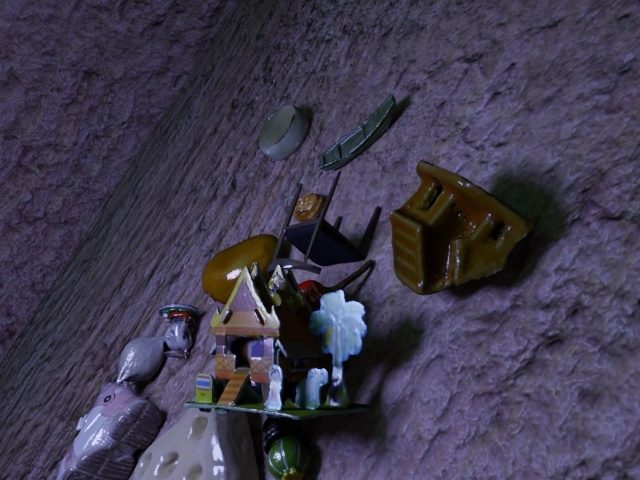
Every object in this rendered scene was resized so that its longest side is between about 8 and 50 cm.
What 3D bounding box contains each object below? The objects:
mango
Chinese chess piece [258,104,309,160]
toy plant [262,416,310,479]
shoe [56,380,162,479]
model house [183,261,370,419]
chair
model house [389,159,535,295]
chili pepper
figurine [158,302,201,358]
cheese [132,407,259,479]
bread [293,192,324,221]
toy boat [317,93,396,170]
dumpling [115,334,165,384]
[{"bbox_3d":[-0.219,0.085,2.040,0.254,0.139,0.175,-30,44,26],"label":"mango"},{"bbox_3d":[-0.119,-0.350,2.399,0.188,0.083,0.188,-32,39,31],"label":"Chinese chess piece"},{"bbox_3d":[-0.070,0.432,1.520,0.093,0.093,0.162,-45,31,17],"label":"toy plant"},{"bbox_3d":[-0.608,0.567,2.072,0.351,0.172,0.198,-47,38,-10],"label":"shoe"},{"bbox_3d":[-0.083,0.197,1.483,0.358,0.242,0.312,-5,84,43],"label":"model house"},{"bbox_3d":[0.000,0.000,1.780,0.188,0.166,0.272,-11,46,51],"label":"chair"},{"bbox_3d":[0.245,0.000,1.419,0.239,0.173,0.268,-53,27,1],"label":"model house"},{"bbox_3d":[-0.024,0.160,1.684,0.338,0.131,0.134,-47,27,15],"label":"chili pepper"},{"bbox_3d":[-0.425,0.277,2.184,0.132,0.132,0.153,-24,56,42],"label":"figurine"},{"bbox_3d":[-0.283,0.546,1.656,0.351,0.130,0.328,-46,39,15],"label":"cheese"},{"bbox_3d":[-0.032,-0.094,2.046,0.111,0.044,0.083,-6,54,56],"label":"bread"},{"bbox_3d":[0.109,-0.285,2.025,0.293,0.055,0.093,-38,33,28],"label":"toy boat"},{"bbox_3d":[-0.557,0.370,2.262,0.166,0.126,0.215,-34,36,60],"label":"dumpling"}]
